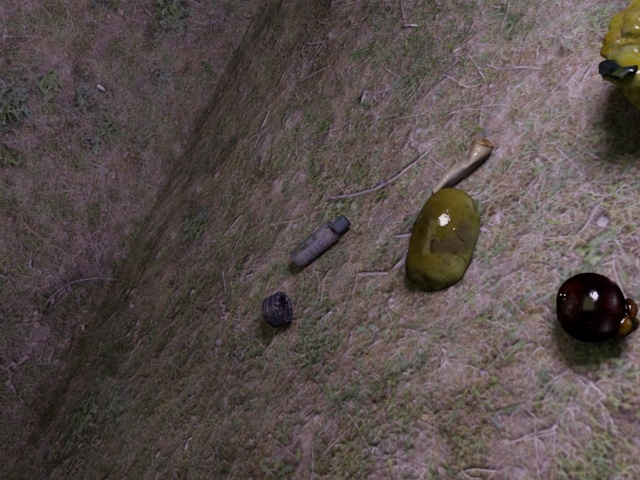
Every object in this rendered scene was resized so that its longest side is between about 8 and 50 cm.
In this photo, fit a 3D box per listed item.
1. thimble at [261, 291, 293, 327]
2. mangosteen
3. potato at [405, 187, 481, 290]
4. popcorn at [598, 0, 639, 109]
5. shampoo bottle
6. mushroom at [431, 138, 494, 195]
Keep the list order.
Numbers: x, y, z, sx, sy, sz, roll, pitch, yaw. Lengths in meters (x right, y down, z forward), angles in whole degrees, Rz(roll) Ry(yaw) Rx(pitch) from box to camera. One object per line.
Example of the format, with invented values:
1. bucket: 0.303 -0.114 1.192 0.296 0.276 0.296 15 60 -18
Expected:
1. thimble: -0.128 0.211 1.340 0.066 0.095 0.104 -26 13 17
2. mangosteen: 0.501 0.125 0.794 0.140 0.140 0.140 -23 52 32
3. potato: 0.286 -0.017 1.079 0.160 0.111 0.272 10 72 48
4. popcorn: 0.685 -0.353 0.818 0.293 0.237 0.293 -26 46 29
5. shampoo bottle: 0.000 0.000 1.366 0.214 0.072 0.072 -39 45 19
6. mushroom: 0.360 -0.184 1.149 0.202 0.059 0.054 -46 58 17
